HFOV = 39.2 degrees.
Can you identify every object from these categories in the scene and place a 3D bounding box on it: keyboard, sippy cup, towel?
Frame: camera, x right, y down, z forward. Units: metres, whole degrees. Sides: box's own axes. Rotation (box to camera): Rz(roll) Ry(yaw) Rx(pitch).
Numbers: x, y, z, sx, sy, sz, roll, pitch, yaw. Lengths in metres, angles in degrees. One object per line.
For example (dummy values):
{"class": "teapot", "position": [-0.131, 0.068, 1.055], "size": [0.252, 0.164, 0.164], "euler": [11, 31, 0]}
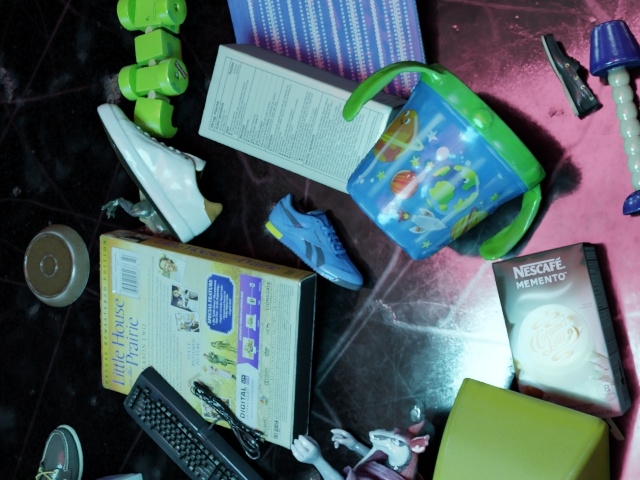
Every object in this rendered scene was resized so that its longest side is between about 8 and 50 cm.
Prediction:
{"class": "keyboard", "position": [-0.209, 0.347, 1.583], "size": [0.317, 0.033, 0.201], "euler": [42, 123, 11]}
{"class": "sippy cup", "position": [0.167, -0.098, 1.313], "size": [0.224, 0.240, 0.305], "euler": [-45, 79, 8]}
{"class": "towel", "position": [0.009, -0.334, 1.502], "size": [0.336, 0.040, 0.243], "euler": [-7, 100, 25]}

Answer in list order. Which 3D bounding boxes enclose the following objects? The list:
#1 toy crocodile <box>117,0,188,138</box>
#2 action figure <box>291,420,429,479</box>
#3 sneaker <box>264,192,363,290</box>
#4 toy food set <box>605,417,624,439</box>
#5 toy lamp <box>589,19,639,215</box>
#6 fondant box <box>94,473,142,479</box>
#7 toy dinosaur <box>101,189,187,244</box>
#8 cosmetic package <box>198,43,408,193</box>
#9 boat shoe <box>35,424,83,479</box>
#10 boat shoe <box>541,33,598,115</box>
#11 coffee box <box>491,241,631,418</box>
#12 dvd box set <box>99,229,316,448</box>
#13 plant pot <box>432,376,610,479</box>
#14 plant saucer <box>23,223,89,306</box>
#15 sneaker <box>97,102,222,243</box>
{"class": "toy crocodile", "position": [-0.298, -0.359, 1.657], "size": [0.115, 0.105, 0.340], "euler": [-5, 83, 26]}
{"class": "action figure", "position": [0.053, 0.425, 1.380], "size": [0.370, 0.248, 0.275], "euler": [-47, 71, 22]}
{"class": "sneaker", "position": [0.000, 0.000, 1.511], "size": [0.209, 0.069, 0.082], "euler": [40, 103, 22]}
{"class": "toy food set", "position": [0.377, 0.293, 1.322], "size": [0.122, 0.078, 0.019], "euler": [-19, 36, 32]}
{"class": "toy lamp", "position": [0.440, -0.177, 1.284], "size": [0.080, 0.080, 0.274], "euler": [-15, 85, 26]}
{"class": "fondant box", "position": [-0.408, 0.610, 1.617], "size": [0.096, 0.238, 0.330], "euler": [-11, 84, 28]}
{"class": "toy dinosaur", "position": [-0.333, -0.047, 1.685], "size": [0.118, 0.064, 0.268], "euler": [-27, 78, 9]}
{"class": "cosmetic package", "position": [-0.027, -0.199, 1.465], "size": [0.310, 0.113, 0.160], "euler": [24, 112, 17]}
{"class": "boat shoe", "position": [-0.522, 0.480, 1.771], "size": [0.081, 0.069, 0.227], "euler": [4, 91, 27]}
{"class": "boat shoe", "position": [0.369, -0.252, 1.338], "size": [0.042, 0.049, 0.133], "euler": [-28, 80, 19]}
{"class": "coffee box", "position": [0.350, 0.136, 1.313], "size": [0.141, 0.098, 0.246], "euler": [-15, 83, 26]}
{"class": "dvd box set", "position": [-0.209, 0.165, 1.585], "size": [0.421, 0.062, 0.307], "euler": [11, 108, 27]}
{"class": "plant pot", "position": [0.264, 0.351, 1.244], "size": [0.212, 0.187, 0.212], "euler": [13, 137, 32]}
{"class": "plant saucer", "position": [-0.537, 0.051, 1.807], "size": [0.169, 0.029, 0.168], "euler": [0, 90, 26]}
{"class": "sneaker", "position": [-0.285, -0.141, 1.629], "size": [0.123, 0.106, 0.290], "euler": [-36, 92, -12]}
